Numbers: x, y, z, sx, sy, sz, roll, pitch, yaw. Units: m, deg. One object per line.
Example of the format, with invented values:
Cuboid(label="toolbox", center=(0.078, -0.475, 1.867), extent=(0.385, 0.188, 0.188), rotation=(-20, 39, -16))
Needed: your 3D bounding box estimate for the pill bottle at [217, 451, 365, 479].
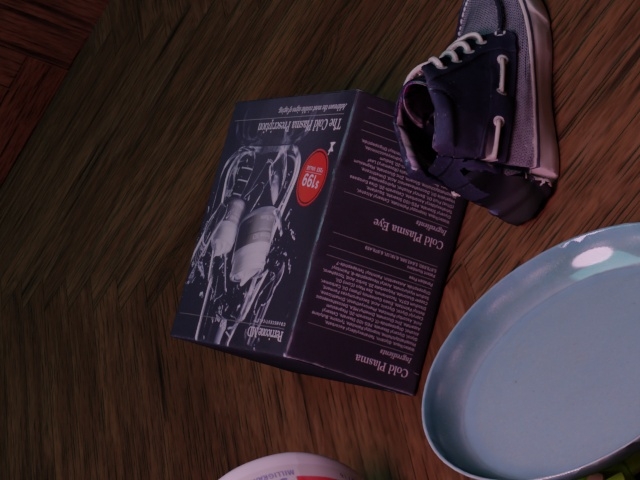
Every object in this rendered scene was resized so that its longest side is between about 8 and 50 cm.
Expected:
Cuboid(label="pill bottle", center=(0.001, 0.420, 1.950), extent=(0.229, 0.229, 0.408), rotation=(-60, 28, 22))

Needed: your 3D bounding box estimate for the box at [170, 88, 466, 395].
Cuboid(label="box", center=(0.000, 0.000, 2.292), extent=(0.343, 0.179, 0.313), rotation=(2, 76, 64))

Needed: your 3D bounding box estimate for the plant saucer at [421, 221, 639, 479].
Cuboid(label="plant saucer", center=(0.239, 0.109, 1.764), extent=(0.317, 0.044, 0.318), rotation=(-27, 30, 17))

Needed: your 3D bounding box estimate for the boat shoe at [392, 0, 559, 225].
Cuboid(label="boat shoe", center=(0.162, -0.184, 2.119), extent=(0.127, 0.158, 0.341), rotation=(-48, 34, 39))

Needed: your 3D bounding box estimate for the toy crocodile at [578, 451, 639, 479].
Cuboid(label="toy crocodile", center=(0.229, 0.189, 1.813), extent=(0.115, 0.105, 0.340), rotation=(-36, 30, 2))
